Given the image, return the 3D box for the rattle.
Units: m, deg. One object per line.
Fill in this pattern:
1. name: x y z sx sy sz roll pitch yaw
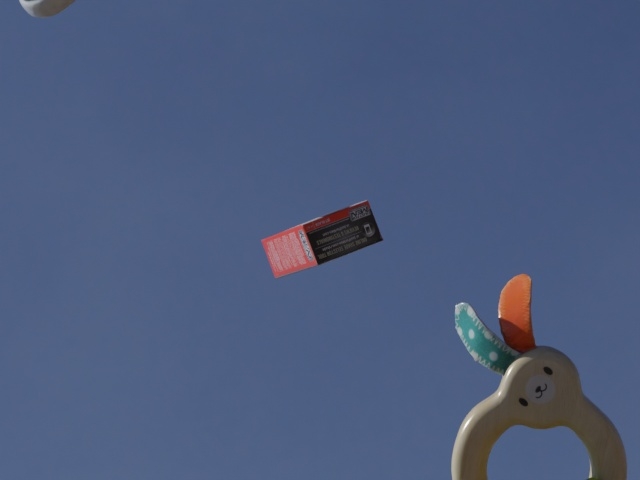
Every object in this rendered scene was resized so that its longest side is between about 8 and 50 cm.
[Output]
1. rattle: 0.143 0.134 1.364 0.130 0.199 0.143 -1 10 22

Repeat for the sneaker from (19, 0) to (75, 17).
1. sneaker: -0.198 -0.317 1.455 0.104 0.295 0.147 0 -25 40

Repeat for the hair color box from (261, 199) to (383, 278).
1. hair color box: 0.000 0.000 1.857 0.072 0.043 0.141 -21 1 -19
